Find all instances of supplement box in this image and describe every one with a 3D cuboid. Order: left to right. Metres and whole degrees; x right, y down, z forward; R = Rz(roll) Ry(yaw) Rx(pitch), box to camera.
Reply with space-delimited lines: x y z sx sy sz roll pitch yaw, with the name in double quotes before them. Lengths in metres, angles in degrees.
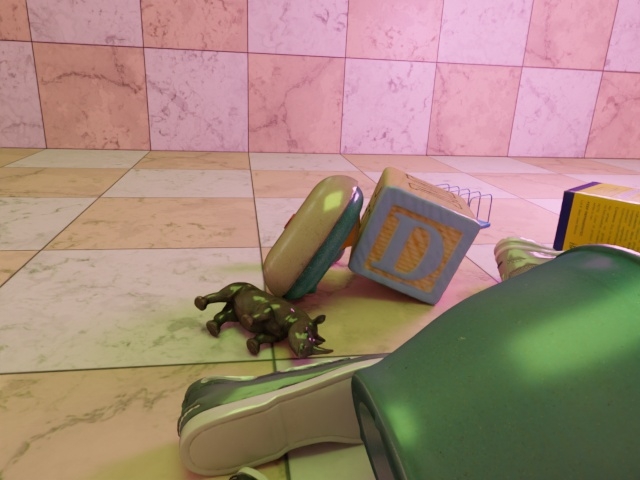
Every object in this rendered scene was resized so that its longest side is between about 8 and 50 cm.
"supplement box" 0.720 0.007 1.037 0.195 0.194 0.357 -15 26 -41

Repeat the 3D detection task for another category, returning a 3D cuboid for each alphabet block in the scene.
"alphabet block" 0.181 -0.017 0.979 0.194 0.192 0.197 25 21 -2

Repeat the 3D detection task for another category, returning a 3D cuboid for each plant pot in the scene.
"plant pot" 0.174 0.169 0.431 0.256 0.271 0.271 -17 22 -9

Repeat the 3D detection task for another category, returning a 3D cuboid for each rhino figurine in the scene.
"rhino figurine" -0.080 0.127 0.767 0.244 0.073 0.106 17 26 32

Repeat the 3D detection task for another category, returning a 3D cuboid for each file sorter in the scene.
"file sorter" 0.412 -0.103 1.456 0.118 0.104 0.170 -11 23 -36

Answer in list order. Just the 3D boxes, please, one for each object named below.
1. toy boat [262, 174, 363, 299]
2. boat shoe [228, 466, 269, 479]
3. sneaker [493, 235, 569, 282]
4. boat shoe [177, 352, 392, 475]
"toy boat" 0.000 0.000 0.974 0.148 0.267 0.318 35 0 -5
"boat shoe" -0.042 0.252 0.448 0.125 0.046 0.038 11 21 32
"sneaker" 0.497 0.082 0.990 0.282 0.105 0.115 10 54 9
"boat shoe" -0.005 0.177 0.570 0.320 0.116 0.099 -9 25 -17
